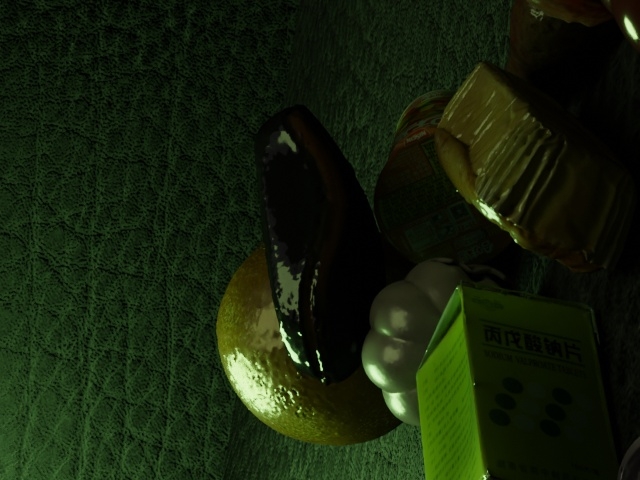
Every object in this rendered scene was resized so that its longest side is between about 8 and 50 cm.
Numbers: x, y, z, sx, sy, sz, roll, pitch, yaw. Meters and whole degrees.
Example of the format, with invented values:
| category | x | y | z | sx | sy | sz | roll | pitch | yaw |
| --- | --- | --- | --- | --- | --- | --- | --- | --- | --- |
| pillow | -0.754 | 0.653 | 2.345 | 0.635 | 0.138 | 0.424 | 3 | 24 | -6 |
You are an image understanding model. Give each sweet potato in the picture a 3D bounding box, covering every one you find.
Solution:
| category | x | y | z | sx | sy | sz | roll | pitch | yaw |
| --- | --- | --- | --- | --- | --- | --- | --- | --- | --- |
| sweet potato | 0.231 | -0.210 | 1.882 | 0.385 | 0.109 | 0.109 | 105 | 169 | -53 |

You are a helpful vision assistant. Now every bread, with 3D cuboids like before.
| category | x | y | z | sx | sy | sz | roll | pitch | yaw |
| --- | --- | --- | --- | --- | --- | --- | --- | --- | --- |
| bread | 0.198 | -0.069 | 1.787 | 0.119 | 0.152 | 0.288 | -60 | 16 | 12 |

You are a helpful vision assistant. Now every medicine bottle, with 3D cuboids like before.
| category | x | y | z | sx | sy | sz | roll | pitch | yaw |
| --- | --- | --- | --- | --- | --- | --- | --- | --- | --- |
| medicine bottle | 0.174 | 0.173 | 1.694 | 0.250 | 0.137 | 0.141 | -94 | 18 | -48 |

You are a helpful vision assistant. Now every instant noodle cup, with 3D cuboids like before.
| category | x | y | z | sx | sy | sz | roll | pitch | yaw |
| --- | --- | --- | --- | --- | --- | --- | --- | --- | --- |
| instant noodle cup | 0.138 | -0.081 | 2.100 | 0.185 | 0.168 | 0.168 | -86 | 11 | -64 |

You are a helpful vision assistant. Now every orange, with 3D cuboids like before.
| category | x | y | z | sx | sy | sz | roll | pitch | yaw |
| --- | --- | --- | --- | --- | --- | --- | --- | --- | --- |
| orange | 0.014 | 0.107 | 2.214 | 0.274 | 0.274 | 0.274 | -169 | 90 | -79 |

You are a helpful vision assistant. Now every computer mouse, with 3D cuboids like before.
| category | x | y | z | sx | sy | sz | roll | pitch | yaw |
| --- | --- | --- | --- | --- | --- | --- | --- | --- | --- |
| computer mouse | 0.005 | -0.001 | 2.017 | 0.183 | 0.116 | 0.323 | 73 | -173 | -58 |

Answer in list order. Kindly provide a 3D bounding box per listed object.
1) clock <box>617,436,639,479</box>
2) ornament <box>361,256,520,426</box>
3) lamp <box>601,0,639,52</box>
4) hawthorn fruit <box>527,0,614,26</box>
| category | x | y | z | sx | sy | sz | roll | pitch | yaw |
| --- | --- | --- | --- | --- | --- | --- | --- | --- | --- |
| clock | 0.267 | 0.209 | 1.425 | 0.110 | 0.050 | 0.153 | 113 | 163 | -47 |
| ornament | 0.127 | 0.103 | 1.905 | 0.177 | 0.177 | 0.177 | -169 | 90 | -79 |
| lamp | 0.286 | -0.219 | 1.311 | 0.227 | 0.227 | 0.227 | -169 | 90 | -79 |
| hawthorn fruit | 0.238 | -0.312 | 1.548 | 0.300 | 0.275 | 0.275 | -66 | 11 | -4 |
